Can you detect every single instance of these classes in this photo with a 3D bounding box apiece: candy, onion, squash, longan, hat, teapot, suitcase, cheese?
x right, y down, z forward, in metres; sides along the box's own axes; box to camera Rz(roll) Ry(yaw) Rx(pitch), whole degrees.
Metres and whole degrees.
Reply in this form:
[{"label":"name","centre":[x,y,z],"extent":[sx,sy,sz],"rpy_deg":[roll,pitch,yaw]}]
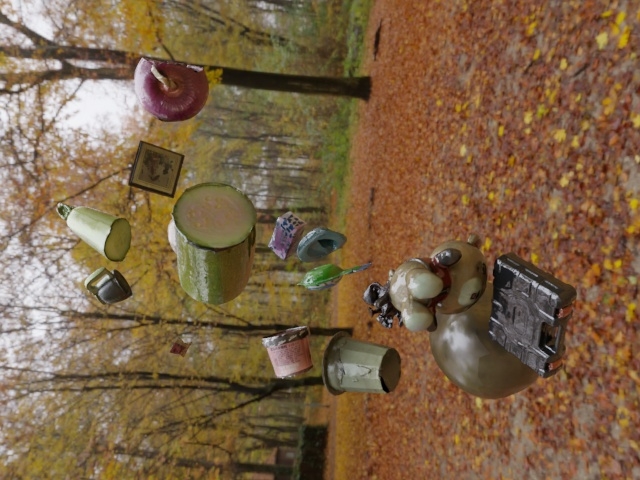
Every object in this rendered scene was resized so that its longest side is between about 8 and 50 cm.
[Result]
[{"label":"candy","centre":[-0.121,-0.020,1.761],"extent":[0.073,0.092,0.160],"rpy_deg":[-31,-27,-48]},{"label":"onion","centre":[-0.445,-0.446,1.462],"extent":[0.200,0.207,0.201],"rpy_deg":[17,113,45]},{"label":"squash","centre":[-0.685,-0.046,1.493],"extent":[0.137,0.287,0.137],"rpy_deg":[-39,-38,-39]},{"label":"longan","centre":[0.518,0.314,1.555],"extent":[0.336,0.404,0.405],"rpy_deg":[-39,22,22]},{"label":"hat","centre":[0.000,0.000,1.701],"extent":[0.138,0.190,0.078],"rpy_deg":[25,-139,-44]},{"label":"teapot","centre":[-0.608,0.129,1.392],"extent":[0.124,0.090,0.092],"rpy_deg":[61,171,-24]},{"label":"squash","centre":[-0.340,0.017,1.592],"extent":[0.384,0.262,0.263],"rpy_deg":[109,168,-56]},{"label":"suitcase","centre":[0.517,0.186,1.218],"extent":[0.206,0.066,0.286],"rpy_deg":[41,149,49]},{"label":"cheese","centre":[0.054,0.140,1.989],"extent":[0.204,0.320,0.083],"rpy_deg":[-26,-79,-65]}]

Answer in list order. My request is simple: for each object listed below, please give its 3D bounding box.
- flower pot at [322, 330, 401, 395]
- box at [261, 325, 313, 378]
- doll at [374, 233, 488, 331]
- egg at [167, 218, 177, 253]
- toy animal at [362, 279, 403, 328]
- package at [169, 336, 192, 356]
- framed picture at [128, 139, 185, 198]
[{"label":"flower pot","centre":[0.138,0.411,1.584],"extent":[0.212,0.202,0.213],"rpy_deg":[0,-90,-52]},{"label":"box","centre":[-0.093,0.345,1.506],"extent":[0.151,0.151,0.135],"rpy_deg":[99,155,-86]},{"label":"doll","centre":[0.293,0.108,1.224],"extent":[0.174,0.329,0.235],"rpy_deg":[27,118,46]},{"label":"egg","centre":[-0.539,-0.009,2.062],"extent":[0.195,0.233,0.195],"rpy_deg":[-48,12,14]},{"label":"toy animal","centre":[0.248,0.214,1.748],"extent":[0.180,0.116,0.218],"rpy_deg":[-55,40,-4]},{"label":"package","centre":[-0.465,0.358,1.633],"extent":[0.059,0.029,0.083],"rpy_deg":[-62,-30,-12]},{"label":"framed picture","centre":[-0.674,-0.292,2.023],"extent":[0.010,0.199,0.195],"rpy_deg":[9,84,53]}]
